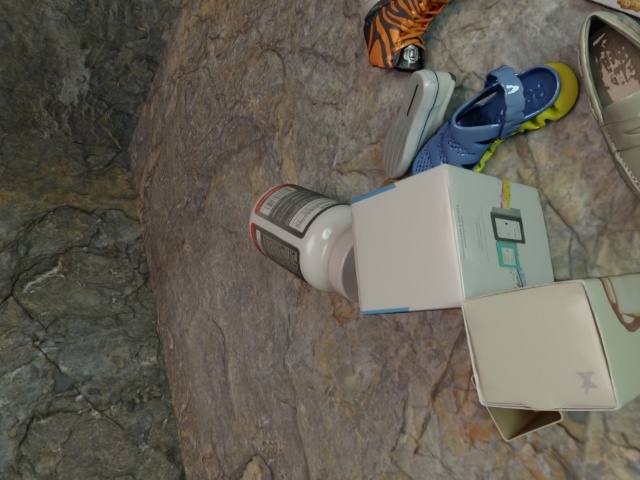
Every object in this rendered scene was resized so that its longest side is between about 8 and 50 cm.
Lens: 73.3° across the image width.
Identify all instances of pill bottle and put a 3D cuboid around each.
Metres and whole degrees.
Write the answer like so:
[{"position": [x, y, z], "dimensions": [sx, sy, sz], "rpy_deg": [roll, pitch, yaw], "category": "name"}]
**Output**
[{"position": [0.000, 0.000, 1.031], "dimensions": [0.363, 0.210, 0.210], "rpy_deg": [28, 110, 48], "category": "pill bottle"}]

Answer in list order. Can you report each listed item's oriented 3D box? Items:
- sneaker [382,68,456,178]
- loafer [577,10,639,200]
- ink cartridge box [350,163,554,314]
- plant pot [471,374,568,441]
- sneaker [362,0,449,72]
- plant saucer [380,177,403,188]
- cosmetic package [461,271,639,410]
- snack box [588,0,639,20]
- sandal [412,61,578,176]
[{"position": [0.204, -0.228, 0.887], "dimensions": [0.258, 0.091, 0.094], "rpy_deg": [109, 148, -53], "category": "sneaker"}, {"position": [0.432, -0.169, 0.584], "dimensions": [0.112, 0.111, 0.319], "rpy_deg": [-33, 64, 43], "category": "loafer"}, {"position": [0.219, 0.014, 0.714], "dimensions": [0.198, 0.270, 0.197], "rpy_deg": [-16, 75, 49], "category": "ink cartridge box"}, {"position": [0.336, 0.243, 0.698], "dimensions": [0.109, 0.096, 0.109], "rpy_deg": [-49, 53, 39], "category": "plant pot"}, {"position": [0.210, -0.451, 0.880], "dimensions": [0.321, 0.124, 0.180], "rpy_deg": [-8, 86, 61], "category": "sneaker"}, {"position": [0.162, -0.107, 0.989], "dimensions": [0.083, 0.015, 0.083], "rpy_deg": [-2, 88, 51], "category": "plant saucer"}, {"position": [0.334, 0.115, 0.547], "dimensions": [0.153, 0.296, 0.129], "rpy_deg": [-21, 74, 48], "category": "cosmetic package"}, {"position": [0.470, -0.353, 0.616], "dimensions": [0.178, 0.022, 0.064], "rpy_deg": [54, 127, 37], "category": "snack box"}, {"position": [0.272, -0.202, 0.765], "dimensions": [0.317, 0.138, 0.126], "rpy_deg": [-43, 59, 43], "category": "sandal"}]
